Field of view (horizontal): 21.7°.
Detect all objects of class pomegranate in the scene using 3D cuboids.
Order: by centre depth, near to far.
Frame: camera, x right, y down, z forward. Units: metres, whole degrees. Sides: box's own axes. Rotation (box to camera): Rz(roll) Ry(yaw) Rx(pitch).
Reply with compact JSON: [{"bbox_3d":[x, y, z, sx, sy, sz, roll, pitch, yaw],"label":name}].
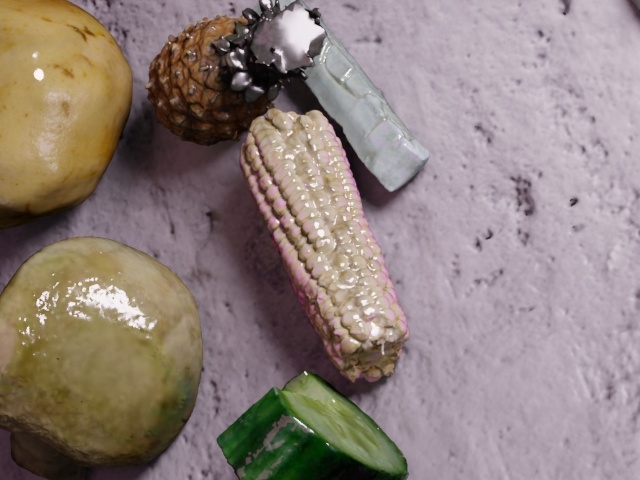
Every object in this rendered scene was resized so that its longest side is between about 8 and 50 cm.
[{"bbox_3d":[-0.407,-0.178,2.101,0.332,0.332,0.333,-13,65,30],"label":"pomegranate"}]

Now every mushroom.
[{"bbox_3d":[-0.275,0.149,1.939,0.212,0.217,0.292,32,91,34],"label":"mushroom"}]

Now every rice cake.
[{"bbox_3d":[0.022,-0.182,1.965,0.066,0.063,0.336,-49,54,17],"label":"rice cake"}]

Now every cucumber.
[{"bbox_3d":[-0.012,0.236,1.756,0.130,0.191,0.191,-51,53,8],"label":"cucumber"}]

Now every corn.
[{"bbox_3d":[0.001,0.001,1.873,0.126,0.126,0.335,-32,59,21],"label":"corn"}]

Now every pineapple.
[{"bbox_3d":[-0.086,-0.199,1.940,0.278,0.157,0.158,-14,62,57],"label":"pineapple"}]

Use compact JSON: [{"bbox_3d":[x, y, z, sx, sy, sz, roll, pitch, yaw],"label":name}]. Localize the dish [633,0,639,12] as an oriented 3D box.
[{"bbox_3d":[0.416,-0.341,1.715,0.273,0.134,0.273,-12,67,30],"label":"dish"}]
